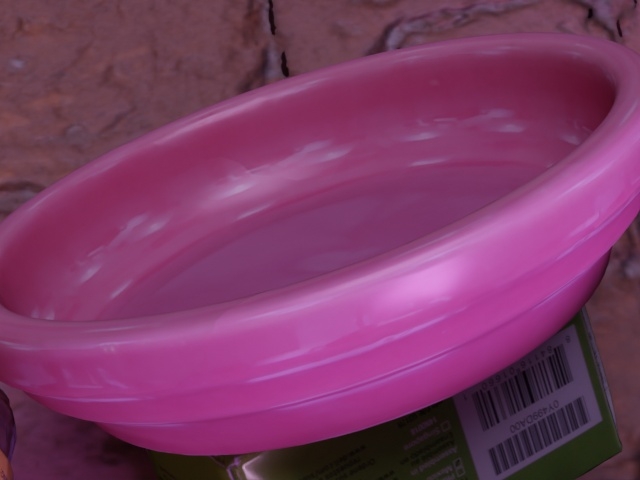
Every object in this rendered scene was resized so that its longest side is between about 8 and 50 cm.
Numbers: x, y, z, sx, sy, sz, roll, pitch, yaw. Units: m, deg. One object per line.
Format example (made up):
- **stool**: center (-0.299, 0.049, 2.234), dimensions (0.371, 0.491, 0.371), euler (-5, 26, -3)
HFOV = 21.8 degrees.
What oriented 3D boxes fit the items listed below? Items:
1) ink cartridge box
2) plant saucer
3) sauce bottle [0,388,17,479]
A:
- **ink cartridge box**: center (-0.003, 0.074, 0.844), dimensions (0.189, 0.097, 0.255), euler (-26, 20, -21)
- **plant saucer**: center (0.000, 0.000, 0.767), dimensions (0.332, 0.084, 0.332), euler (-16, 19, 6)
- **sauce bottle**: center (-0.203, 0.209, 0.701), dimensions (0.111, 0.111, 0.344), euler (2, 48, 1)
